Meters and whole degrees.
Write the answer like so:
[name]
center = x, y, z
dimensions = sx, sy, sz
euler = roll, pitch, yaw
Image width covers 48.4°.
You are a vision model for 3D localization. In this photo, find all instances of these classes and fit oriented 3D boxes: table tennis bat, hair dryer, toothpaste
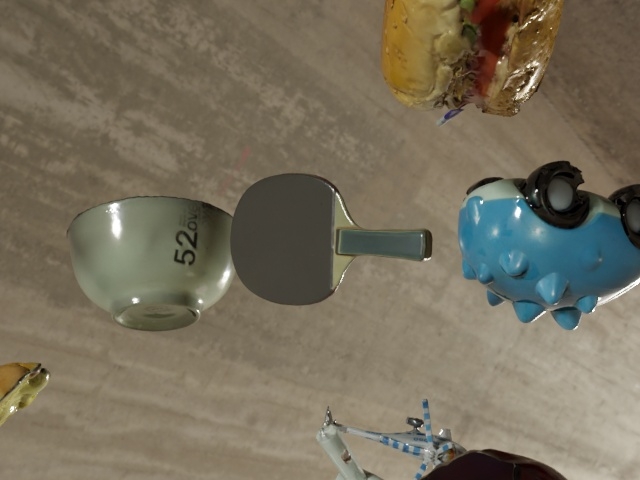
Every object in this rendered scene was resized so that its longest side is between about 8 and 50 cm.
[table tennis bat]
center = 0.000, 0.000, 0.801
dimensions = 0.274, 0.154, 0.021
euler = 3, -179, 36
[hair dryer]
center = 0.037, 0.251, 0.781
dimensions = 0.082, 0.047, 0.137
euler = 6, 131, 53
[toothpaste]
center = 0.263, -0.255, 1.460
dimensions = 0.024, 0.015, 0.083
euler = 9, 163, -20

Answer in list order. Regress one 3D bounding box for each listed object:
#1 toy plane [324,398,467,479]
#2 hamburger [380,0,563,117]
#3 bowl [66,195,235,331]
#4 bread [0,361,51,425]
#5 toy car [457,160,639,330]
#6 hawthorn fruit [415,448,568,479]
[toy plane]
center = 0.142, 0.389, 1.350
dimensions = 0.273, 0.182, 0.107
euler = -5, 177, 4
[hamburger]
center = 0.139, -0.234, 0.648
dimensions = 0.162, 0.245, 0.244
euler = 12, 178, 12
[bowl]
center = -0.331, 0.070, 1.441
dimensions = 0.353, 0.185, 0.354
euler = -5, 155, -2
[bread]
center = -0.633, 0.296, 1.313
dimensions = 0.133, 0.252, 0.174
euler = 40, 164, 8
[toy car]
center = 0.294, 0.015, 0.898
dimensions = 0.255, 0.190, 0.188
euler = 12, 171, -22
[hawthorn fruit]
center = 0.166, 0.325, 0.667
dimensions = 0.215, 0.215, 0.250
euler = 7, -117, -85
